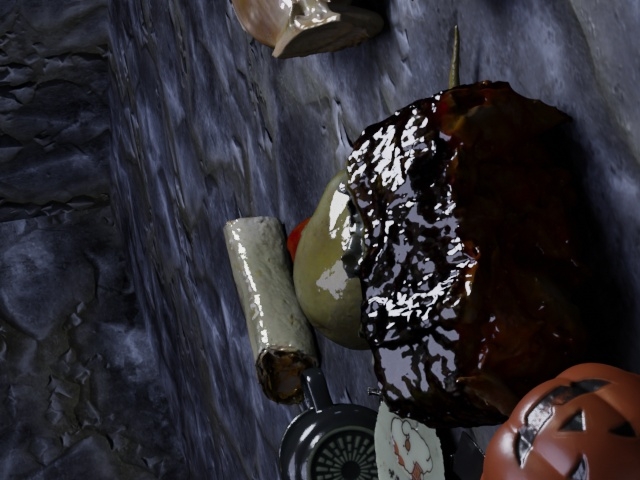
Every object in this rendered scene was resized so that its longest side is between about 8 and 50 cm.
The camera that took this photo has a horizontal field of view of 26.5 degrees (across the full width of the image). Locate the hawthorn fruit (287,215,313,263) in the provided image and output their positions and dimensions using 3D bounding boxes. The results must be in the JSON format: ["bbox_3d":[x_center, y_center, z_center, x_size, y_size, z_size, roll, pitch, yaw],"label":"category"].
[{"bbox_3d":[0.000,0.000,1.949,0.093,0.081,0.081,-47,47,32],"label":"hawthorn fruit"}]

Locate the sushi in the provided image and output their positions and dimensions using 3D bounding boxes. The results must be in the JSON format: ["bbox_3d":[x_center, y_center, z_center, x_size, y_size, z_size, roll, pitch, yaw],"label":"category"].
[{"bbox_3d":[0.132,0.023,1.236,0.182,0.196,0.343,-36,58,57],"label":"sushi"}]

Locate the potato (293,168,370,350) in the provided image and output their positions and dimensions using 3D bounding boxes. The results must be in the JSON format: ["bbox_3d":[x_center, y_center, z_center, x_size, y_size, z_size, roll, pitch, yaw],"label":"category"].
[{"bbox_3d":[0.052,0.021,1.636,0.178,0.160,0.235,19,108,29],"label":"potato"}]

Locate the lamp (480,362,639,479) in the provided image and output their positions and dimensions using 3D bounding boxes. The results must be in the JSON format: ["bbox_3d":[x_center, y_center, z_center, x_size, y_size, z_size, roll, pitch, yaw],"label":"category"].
[{"bbox_3d":[0.227,0.198,1.090,0.164,0.188,0.187,41,141,38],"label":"lamp"}]

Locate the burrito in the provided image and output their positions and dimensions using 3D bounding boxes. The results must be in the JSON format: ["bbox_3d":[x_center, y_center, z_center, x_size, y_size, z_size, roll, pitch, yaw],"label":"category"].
[{"bbox_3d":[-0.079,0.113,2.220,0.143,0.105,0.299,99,157,-71],"label":"burrito"}]

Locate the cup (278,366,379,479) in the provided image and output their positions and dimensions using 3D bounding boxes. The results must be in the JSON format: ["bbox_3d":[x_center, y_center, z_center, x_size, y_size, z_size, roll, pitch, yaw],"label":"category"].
[{"bbox_3d":[0.018,0.279,1.868,0.176,0.169,0.223,165,88,-82],"label":"cup"}]

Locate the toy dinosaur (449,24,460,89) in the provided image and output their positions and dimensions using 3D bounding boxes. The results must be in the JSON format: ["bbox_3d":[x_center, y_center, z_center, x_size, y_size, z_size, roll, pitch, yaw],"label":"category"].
[{"bbox_3d":[0.140,-0.137,1.449,0.126,0.039,0.162,165,97,-75],"label":"toy dinosaur"}]

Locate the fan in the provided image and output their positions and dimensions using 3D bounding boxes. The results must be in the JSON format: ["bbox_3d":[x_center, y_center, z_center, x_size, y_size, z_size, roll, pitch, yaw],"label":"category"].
[{"bbox_3d":[0.121,0.214,1.666,0.191,0.009,0.329,-130,42,-54],"label":"fan"}]

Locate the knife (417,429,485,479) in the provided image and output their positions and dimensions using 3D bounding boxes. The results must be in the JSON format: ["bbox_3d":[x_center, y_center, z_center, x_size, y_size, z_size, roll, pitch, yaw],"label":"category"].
[{"bbox_3d":[0.174,0.261,1.593,0.230,0.028,0.060,-137,53,-62],"label":"knife"}]

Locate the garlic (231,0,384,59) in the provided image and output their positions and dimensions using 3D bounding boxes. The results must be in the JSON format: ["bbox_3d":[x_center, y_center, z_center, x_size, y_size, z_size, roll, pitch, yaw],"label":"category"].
[{"bbox_3d":[-0.033,-0.371,1.708,0.279,0.132,0.325,-32,66,53],"label":"garlic"}]

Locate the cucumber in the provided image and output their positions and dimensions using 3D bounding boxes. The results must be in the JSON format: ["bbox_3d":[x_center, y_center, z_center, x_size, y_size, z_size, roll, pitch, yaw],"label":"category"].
[{"bbox_3d":[0.106,0.247,1.778,0.163,0.043,0.039,-116,19,-52],"label":"cucumber"}]
